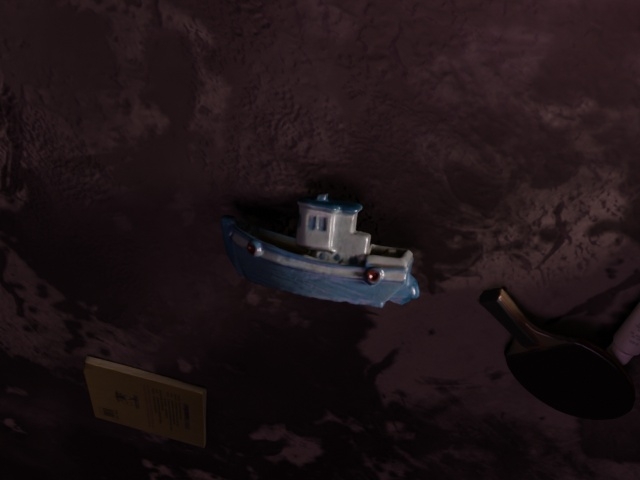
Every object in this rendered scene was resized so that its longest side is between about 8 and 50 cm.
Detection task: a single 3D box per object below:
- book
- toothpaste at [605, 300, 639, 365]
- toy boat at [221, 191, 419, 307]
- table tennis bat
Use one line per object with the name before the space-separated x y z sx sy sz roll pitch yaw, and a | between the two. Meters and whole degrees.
book | -0.271 0.255 1.062 0.192 0.013 0.168 14 135 5
toothpaste | 0.334 0.060 0.669 0.048 0.031 0.190 18 133 2
toy boat | 0.000 0.000 0.700 0.215 0.088 0.102 9 100 11
table tennis bat | 0.254 0.129 0.750 0.220 0.019 0.130 44 144 -17
